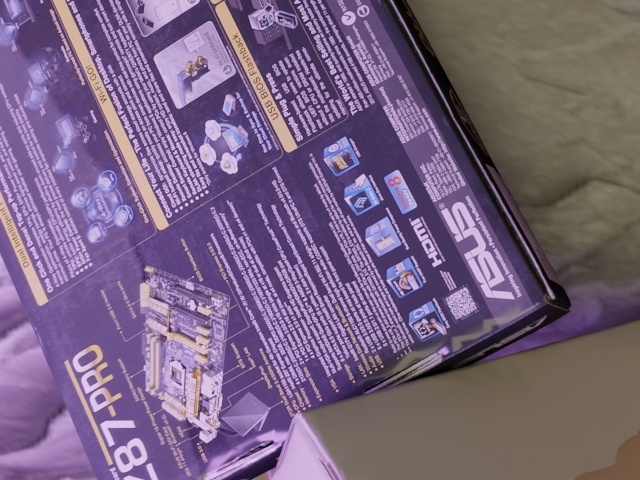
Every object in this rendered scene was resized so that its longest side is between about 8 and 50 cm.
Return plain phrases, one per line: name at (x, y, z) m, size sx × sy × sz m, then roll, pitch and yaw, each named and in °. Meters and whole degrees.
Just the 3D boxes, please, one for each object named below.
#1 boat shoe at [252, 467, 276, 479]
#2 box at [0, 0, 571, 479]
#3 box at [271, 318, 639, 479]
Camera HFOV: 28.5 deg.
boat shoe at (-0.021, 0.162, 0.950) m, size 0.104 × 0.089 × 0.285 m, roll 44°, pitch 102°, yaw 14°
box at (-0.067, -0.054, 0.836) m, size 0.318 × 0.097 × 0.395 m, roll -30°, pitch 76°, yaw 12°
box at (0.127, 0.155, 0.780) m, size 0.121 × 0.311 × 0.148 m, roll 55°, pitch 145°, yaw 35°
